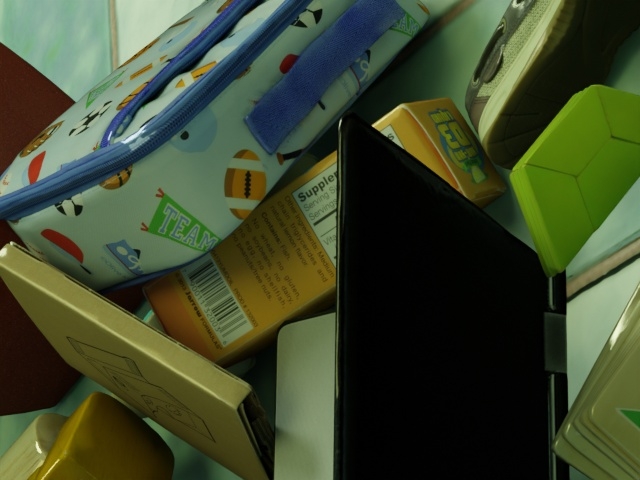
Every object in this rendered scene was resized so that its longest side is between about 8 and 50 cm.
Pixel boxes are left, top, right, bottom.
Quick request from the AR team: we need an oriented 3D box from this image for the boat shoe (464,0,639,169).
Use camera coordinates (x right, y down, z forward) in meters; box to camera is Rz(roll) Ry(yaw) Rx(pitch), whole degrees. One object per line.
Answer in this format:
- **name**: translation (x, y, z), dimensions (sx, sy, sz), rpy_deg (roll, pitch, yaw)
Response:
- **boat shoe**: translation (0.152, -0.149, 0.908), dimensions (0.224, 0.080, 0.073), rpy_deg (-59, 42, 21)

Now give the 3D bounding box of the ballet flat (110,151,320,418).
- **ballet flat**: translation (-0.066, 0.048, 1.100), dimensions (0.248, 0.086, 0.086), rpy_deg (-58, 38, 15)

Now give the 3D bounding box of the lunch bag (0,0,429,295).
- **lunch bag**: translation (-0.068, -0.096, 1.042), dimensions (0.243, 0.115, 0.303), rpy_deg (-21, 24, 49)

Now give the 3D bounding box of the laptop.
- **laptop**: translation (-0.007, 0.189, 0.703), dimensions (0.408, 0.236, 0.382), rpy_deg (-18, 67, 56)

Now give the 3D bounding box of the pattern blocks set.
- **pattern blocks set**: translation (0.192, 0.052, 0.618), dimensions (0.325, 0.285, 0.026), rpy_deg (-42, 5, -16)

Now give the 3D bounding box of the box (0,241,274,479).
- **box**: translation (-0.112, 0.089, 1.008), dimensions (0.201, 0.164, 0.021), rpy_deg (28, 68, 23)

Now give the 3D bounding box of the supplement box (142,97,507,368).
- **supplement box**: translation (0.000, 0.000, 0.984), dimensions (0.233, 0.078, 0.080), rpy_deg (-32, 83, 26)

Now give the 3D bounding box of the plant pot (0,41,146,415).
- **plant pot**: translation (-0.290, -0.003, 1.273), dimensions (0.267, 0.235, 0.267), rpy_deg (-49, 40, 26)

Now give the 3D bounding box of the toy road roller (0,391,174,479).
- **toy road roller**: translation (-0.147, 0.275, 1.001), dimensions (0.202, 0.240, 0.329), rpy_deg (-47, 12, 10)
